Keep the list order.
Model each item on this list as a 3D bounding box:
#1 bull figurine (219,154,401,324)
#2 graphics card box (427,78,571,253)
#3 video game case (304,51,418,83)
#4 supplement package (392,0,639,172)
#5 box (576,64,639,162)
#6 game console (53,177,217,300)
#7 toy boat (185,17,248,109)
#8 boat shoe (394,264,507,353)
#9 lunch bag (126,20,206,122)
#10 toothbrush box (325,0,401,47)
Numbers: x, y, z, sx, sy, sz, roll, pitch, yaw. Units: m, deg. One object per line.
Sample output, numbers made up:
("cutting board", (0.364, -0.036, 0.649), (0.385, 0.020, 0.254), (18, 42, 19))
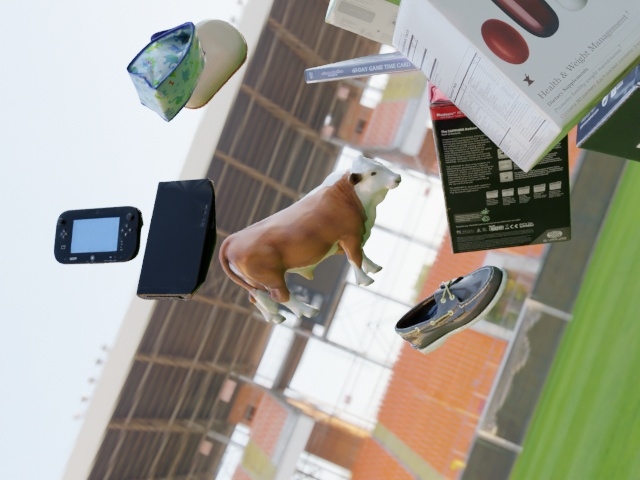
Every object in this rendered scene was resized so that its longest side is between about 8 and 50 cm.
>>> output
("bull figurine", (0.000, 0.000, 1.510), (0.310, 0.188, 0.101), (-27, 10, -4))
("graphics card box", (0.329, -0.140, 1.735), (0.094, 0.233, 0.370), (-88, -14, -46))
("video game case", (0.142, -0.275, 1.461), (0.196, 0.274, 0.026), (-25, -69, -50))
("supplement package", (0.214, -0.218, 0.962), (0.194, 0.203, 0.149), (-44, -8, -9))
("box", (0.573, -0.320, 1.446), (0.212, 0.294, 0.395), (117, 164, -68))
("game console", (-0.340, 0.002, 1.721), (0.044, 0.361, 0.213), (35, -122, -55))
("toy boat", (-0.274, -0.417, 2.311), (0.231, 0.151, 0.151), (-47, -7, -1))
("boat shoe", (0.210, 0.107, 1.571), (0.228, 0.069, 0.081), (-45, 22, 38))
("lunch bag", (-0.275, -0.319, 1.781), (0.151, 0.096, 0.129), (-49, -15, -14))
("toothbrush box", (0.146, -0.550, 1.999), (0.122, 0.206, 0.283), (120, 167, -53))
